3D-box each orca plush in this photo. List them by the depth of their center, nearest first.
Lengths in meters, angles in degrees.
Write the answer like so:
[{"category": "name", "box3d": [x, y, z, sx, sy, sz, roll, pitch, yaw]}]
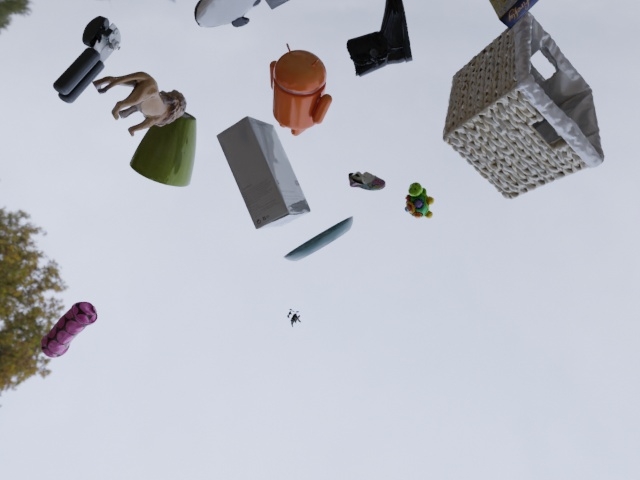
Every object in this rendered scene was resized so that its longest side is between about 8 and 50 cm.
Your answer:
[{"category": "orca plush", "box3d": [-0.222, -0.687, 1.207, 0.151, 0.287, 0.102, 22, -144, -53]}]

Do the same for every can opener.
[{"category": "can opener", "box3d": [-0.654, -0.506, 1.269, 0.093, 0.074, 0.280, 21, -113, 2]}]

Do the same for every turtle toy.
[{"category": "turtle toy", "box3d": [0.299, -0.123, 1.405, 0.066, 0.130, 0.095, -21, -143, -24]}]

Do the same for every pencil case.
[{"category": "pencil case", "box3d": [-0.773, 0.272, 1.398, 0.095, 0.209, 0.098, 58, -157, 16]}]

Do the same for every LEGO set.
[{"category": "LEGO set", "box3d": [-0.089, 0.245, 1.448, 0.024, 0.083, 0.054, 4, -135, 29]}]

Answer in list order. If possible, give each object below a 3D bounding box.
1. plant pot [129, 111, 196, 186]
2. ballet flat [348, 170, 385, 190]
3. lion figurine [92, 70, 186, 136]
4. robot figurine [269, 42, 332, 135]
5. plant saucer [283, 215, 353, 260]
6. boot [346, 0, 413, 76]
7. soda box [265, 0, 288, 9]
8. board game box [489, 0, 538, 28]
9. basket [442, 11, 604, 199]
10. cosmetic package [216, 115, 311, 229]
[{"category": "plant pot", "box3d": [-0.668, -0.431, 2.012, 0.275, 0.293, 0.274, 23, -160, -9]}, {"category": "ballet flat", "box3d": [0.189, -0.264, 1.966, 0.077, 0.079, 0.222, -43, -150, -18]}, {"category": "lion figurine", "box3d": [-0.607, -0.495, 1.582, 0.240, 0.142, 0.392, -28, -177, -7]}, {"category": "robot figurine", "box3d": [-0.050, -0.356, 1.084, 0.128, 0.219, 0.158, -7, -122, -11]}, {"category": "plant saucer", "box3d": [0.000, 0.000, 1.777, 0.318, 0.318, 0.043, -33, -86, -35]}, {"category": "boot", "box3d": [0.182, -0.678, 1.485, 0.207, 0.246, 0.094, -11, -144, 12]}, {"category": "soda box", "box3d": [-0.192, -0.892, 1.428, 0.098, 0.286, 0.091, -7, -126, 35]}, {"category": "board game box", "box3d": [0.480, -0.643, 1.089, 0.042, 0.165, 0.243, 23, -134, -25]}, {"category": "basket", "box3d": [0.536, -0.350, 1.217, 0.328, 0.266, 0.331, 35, -128, -22]}, {"category": "cosmetic package", "box3d": [-0.207, -0.246, 1.689, 0.156, 0.384, 0.217, -24, 178, 21]}]
